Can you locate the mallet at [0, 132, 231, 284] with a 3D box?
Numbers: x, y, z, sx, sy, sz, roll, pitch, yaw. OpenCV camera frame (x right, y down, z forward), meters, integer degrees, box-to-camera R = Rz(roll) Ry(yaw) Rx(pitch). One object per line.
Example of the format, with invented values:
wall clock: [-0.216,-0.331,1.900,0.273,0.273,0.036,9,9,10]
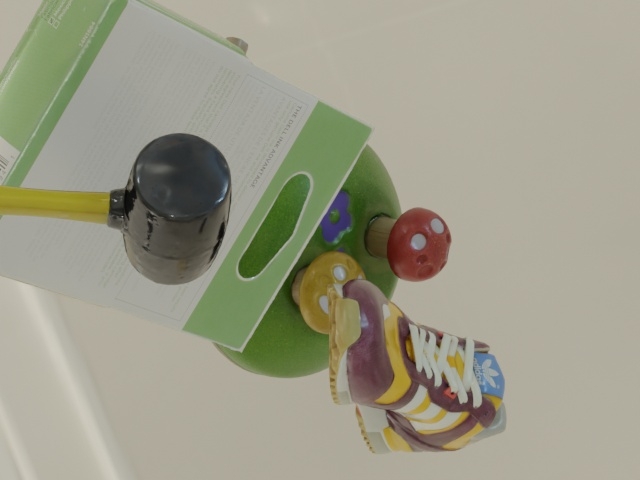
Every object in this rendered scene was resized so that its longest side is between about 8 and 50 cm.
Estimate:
mallet: [-0.123,-0.020,0.651,0.062,0.190,0.039,123,150,-60]

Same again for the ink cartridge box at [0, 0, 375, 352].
ink cartridge box: [-0.093,-0.040,1.056,0.056,0.235,0.171,37,99,38]

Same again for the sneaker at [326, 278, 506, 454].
sneaker: [0.055,0.066,0.982,0.185,0.084,0.069,59,-152,-67]

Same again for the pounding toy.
pounding toy: [0.000,0.000,1.224,0.110,0.183,0.237,13,159,45]
